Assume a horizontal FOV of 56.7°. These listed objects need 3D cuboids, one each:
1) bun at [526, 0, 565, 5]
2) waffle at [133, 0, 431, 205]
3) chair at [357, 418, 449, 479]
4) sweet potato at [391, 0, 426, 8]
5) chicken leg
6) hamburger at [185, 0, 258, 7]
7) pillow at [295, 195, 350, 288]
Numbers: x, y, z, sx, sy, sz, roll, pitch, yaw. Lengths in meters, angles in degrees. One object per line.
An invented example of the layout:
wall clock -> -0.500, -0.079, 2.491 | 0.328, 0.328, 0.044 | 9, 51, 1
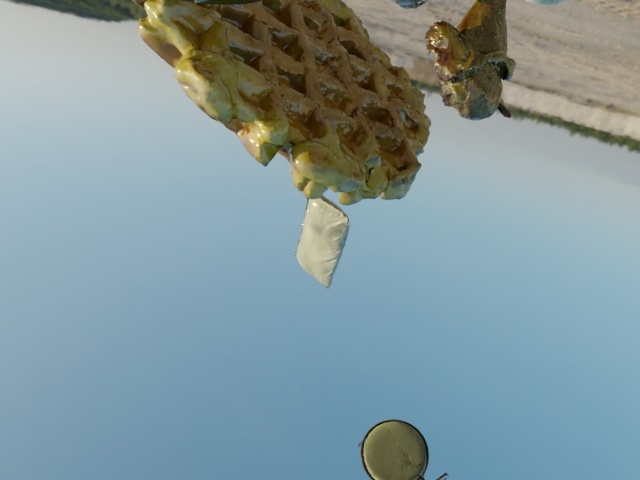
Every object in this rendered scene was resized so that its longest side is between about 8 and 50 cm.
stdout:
bun -> 0.329, -0.434, 0.851 | 0.183, 0.183, 0.102 | 7, -156, -25
waffle -> -0.017, -0.161, 0.548 | 0.302, 0.068, 0.325 | 47, -142, -5
chair -> 0.163, 0.469, 1.269 | 0.160, 0.325, 0.170 | -14, -117, -3
sweet potato -> 0.185, -0.498, 1.135 | 0.109, 0.109, 0.385 | 21, -159, 20
chicken leg -> 0.326, -0.440, 1.268 | 0.211, 0.361, 0.140 | 2, -177, -25
hamburger -> -0.062, -0.281, 0.282 | 0.195, 0.318, 0.277 | 19, -165, 20
pillow -> 0.000, 0.000, 1.335 | 0.051, 0.229, 0.128 | -26, -123, -35
